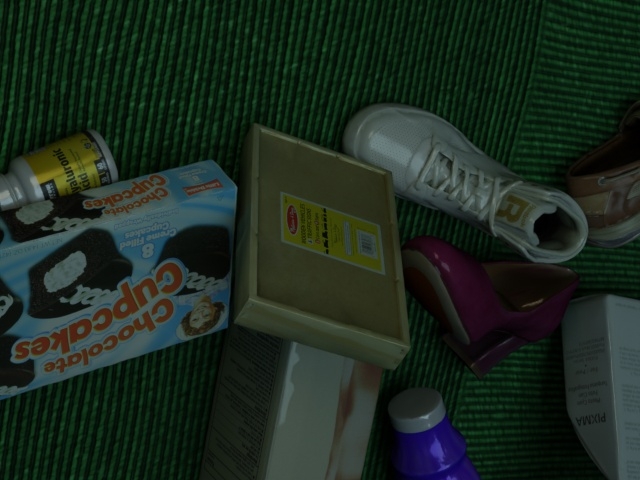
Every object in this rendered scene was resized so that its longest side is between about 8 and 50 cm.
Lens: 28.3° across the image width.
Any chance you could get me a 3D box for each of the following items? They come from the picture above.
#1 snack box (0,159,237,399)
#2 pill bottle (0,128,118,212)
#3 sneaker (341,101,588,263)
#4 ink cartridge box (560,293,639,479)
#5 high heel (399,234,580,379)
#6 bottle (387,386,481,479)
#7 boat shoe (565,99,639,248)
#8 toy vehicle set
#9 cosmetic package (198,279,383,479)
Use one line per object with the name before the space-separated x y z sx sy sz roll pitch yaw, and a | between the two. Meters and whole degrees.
snack box | -0.238 0.046 1.222 0.322 0.060 0.187 -17 134 -27
pill bottle | -0.258 -0.058 1.211 0.116 0.065 0.065 -26 116 -22
sneaker | 0.175 -0.063 1.414 0.292 0.169 0.108 22 94 -33
ink cartridge box | 0.455 0.278 1.639 0.308 0.091 0.385 12 71 -34
high heel | 0.196 0.033 1.415 0.181 0.127 0.377 -42 158 -2
bottle | 0.147 0.310 1.536 0.092 0.118 0.282 -28 118 -21
boat shoe | 0.436 -0.121 1.587 0.324 0.123 0.116 -38 118 -19
toy vehicle set | 0.000 0.000 1.261 0.166 0.267 0.035 19 129 -17
cosmetic package | -0.026 0.157 1.366 0.129 0.153 0.296 5 103 -32
